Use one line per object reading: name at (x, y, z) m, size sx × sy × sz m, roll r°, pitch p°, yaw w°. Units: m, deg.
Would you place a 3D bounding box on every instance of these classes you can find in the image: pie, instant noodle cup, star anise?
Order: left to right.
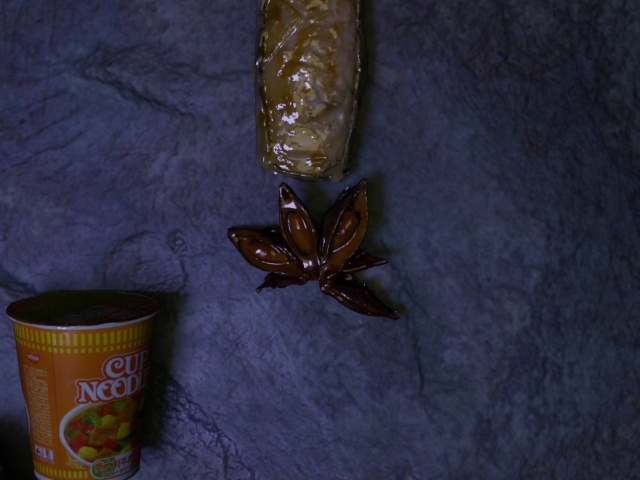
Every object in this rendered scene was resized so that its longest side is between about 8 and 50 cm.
instant noodle cup at (-0.254, 0.160, 1.146) m, size 0.169 × 0.168 × 0.184 m, roll 1°, pitch 99°, yaw -1°
pie at (-0.011, -0.206, 1.173) m, size 0.129 × 0.068 × 0.282 m, roll 3°, pitch 89°, yaw 1°
star anise at (-0.001, 0.001, 1.177) m, size 0.213 × 0.053 × 0.157 m, roll 15°, pitch 111°, yaw 6°

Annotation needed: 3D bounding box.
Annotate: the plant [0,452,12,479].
plant at (-0.369, 0.334, 1.139) m, size 0.142 × 0.164 × 0.255 m, roll -20°, pitch 94°, yaw 1°
